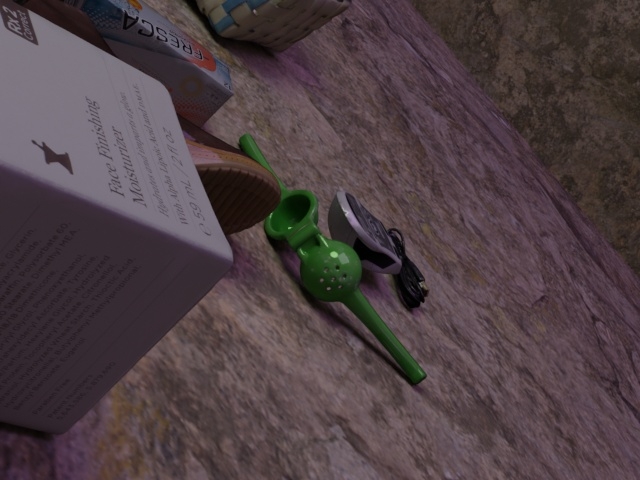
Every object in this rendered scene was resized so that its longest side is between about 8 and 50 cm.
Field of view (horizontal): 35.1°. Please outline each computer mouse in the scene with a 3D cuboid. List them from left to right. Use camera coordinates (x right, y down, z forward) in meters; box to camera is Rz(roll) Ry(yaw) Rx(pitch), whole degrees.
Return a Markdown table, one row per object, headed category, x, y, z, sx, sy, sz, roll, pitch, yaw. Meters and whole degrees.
| category | x | y | z | sx | sy | sz | roll | pitch | yaw |
| --- | --- | --- | --- | --- | --- | --- | --- | --- | --- |
| computer mouse | 0.051 | 0.005 | 1.049 | 0.193 | 0.042 | 0.106 | 37 | 25 | -55 |

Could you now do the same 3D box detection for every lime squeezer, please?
| category | x | y | z | sx | sy | sz | roll | pitch | yaw |
| --- | --- | --- | --- | --- | --- | --- | --- | --- | --- |
| lime squeezer | 0.000 | 0.000 | 0.953 | 0.310 | 0.059 | 0.110 | 53 | 21 | 17 |

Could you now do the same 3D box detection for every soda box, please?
| category | x | y | z | sx | sy | sz | roll | pitch | yaw |
| --- | --- | --- | --- | --- | --- | --- | --- | --- | --- |
| soda box | -0.167 | -0.178 | 0.932 | 0.183 | 0.063 | 0.058 | 34 | 24 | -32 |

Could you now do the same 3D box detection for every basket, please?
| category | x | y | z | sx | sy | sz | roll | pitch | yaw |
| --- | --- | --- | --- | --- | --- | --- | --- | --- | --- |
| basket | -0.091 | -0.398 | 1.284 | 0.289 | 0.201 | 0.254 | 61 | 23 | 7 |

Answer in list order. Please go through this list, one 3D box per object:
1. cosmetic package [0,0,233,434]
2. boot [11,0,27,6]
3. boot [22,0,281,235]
| category | x | y | z | sx | sy | sz | roll | pitch | yaw |
| --- | --- | --- | --- | --- | --- | --- | --- | --- | --- |
| cosmetic package | -0.173 | -0.020 | 0.506 | 0.183 | 0.151 | 0.151 | 26 | 28 | -45 |
| boot | -0.301 | -0.166 | 0.644 | 0.189 | 0.076 | 0.208 | 22 | 40 | 6 |
| boot | -0.149 | -0.111 | 0.806 | 0.248 | 0.090 | 0.207 | 14 | 41 | -51 |
